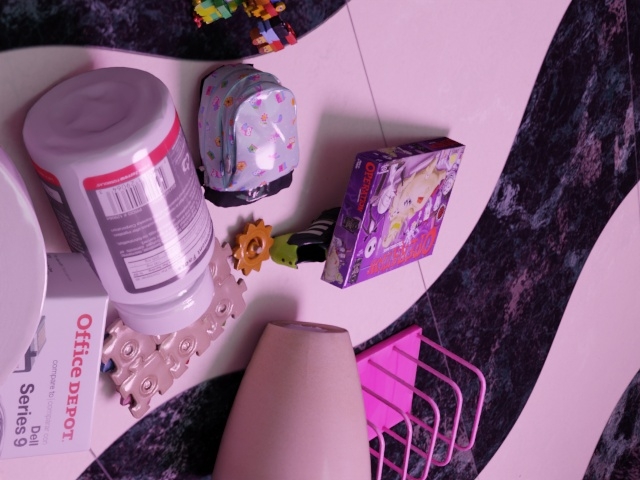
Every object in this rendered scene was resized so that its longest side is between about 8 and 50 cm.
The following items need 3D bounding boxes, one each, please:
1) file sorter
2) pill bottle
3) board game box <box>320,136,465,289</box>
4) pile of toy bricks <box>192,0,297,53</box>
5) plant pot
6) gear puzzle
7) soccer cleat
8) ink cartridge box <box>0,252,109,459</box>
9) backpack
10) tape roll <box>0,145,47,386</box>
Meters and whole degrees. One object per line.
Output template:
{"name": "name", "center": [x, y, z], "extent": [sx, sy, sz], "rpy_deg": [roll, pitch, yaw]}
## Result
{"name": "file sorter", "center": [0.129, 0.318, 2.152], "extent": [0.290, 0.182, 0.202], "rpy_deg": [-23, 130, -41]}
{"name": "pill bottle", "center": [-0.227, -0.036, 1.479], "extent": [0.176, 0.176, 0.319], "rpy_deg": [-41, 140, -27]}
{"name": "board game box", "center": [0.123, -0.051, 1.954], "extent": [0.347, 0.056, 0.208], "rpy_deg": [-18, 132, -60]}
{"name": "pile of toy bricks", "center": [-0.115, -0.303, 1.525], "extent": [0.105, 0.118, 0.212], "rpy_deg": [-22, 156, 10]}
{"name": "plant pot", "center": [-0.034, 0.268, 1.895], "extent": [0.256, 0.256, 0.274], "rpy_deg": [1, 96, -51]}
{"name": "gear puzzle", "center": [-0.186, 0.082, 1.732], "extent": [0.339, 0.044, 0.175], "rpy_deg": [-46, 140, -25]}
{"name": "soccer cleat", "center": [0.000, 0.000, 1.873], "extent": [0.179, 0.072, 0.060], "rpy_deg": [-28, 133, -38]}
{"name": "ink cartridge box", "center": [-0.395, 0.130, 1.355], "extent": [0.289, 0.121, 0.211], "rpy_deg": [-1, 115, -28]}
{"name": "backpack", "center": [-0.095, -0.144, 1.626], "extent": [0.152, 0.115, 0.182], "rpy_deg": [-26, 129, -36]}
{"name": "tape roll", "center": [-0.456, 0.030, 1.145], "extent": [0.392, 0.072, 0.392], "rpy_deg": [-10, 120, -17]}
